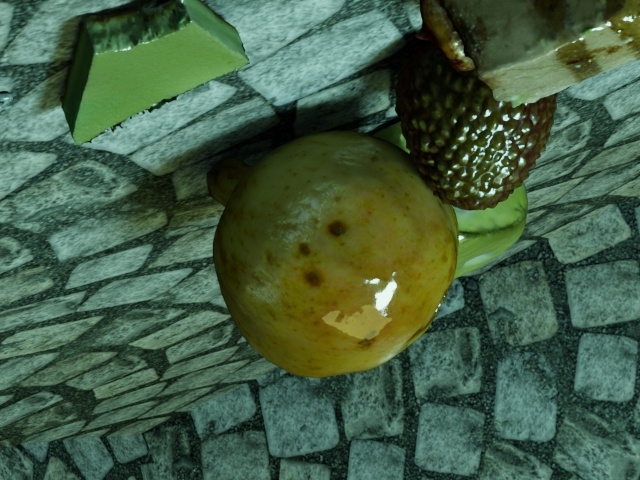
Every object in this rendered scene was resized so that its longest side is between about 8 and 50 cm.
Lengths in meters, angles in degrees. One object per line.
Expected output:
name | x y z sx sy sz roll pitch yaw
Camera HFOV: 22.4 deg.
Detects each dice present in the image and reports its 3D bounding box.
dice | 0.179 -0.065 2.659 0.233 0.238 0.227 -8 160 -42

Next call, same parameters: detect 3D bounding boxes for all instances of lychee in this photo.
lychee | 0.217 -0.178 2.274 0.236 0.271 0.236 3 177 0

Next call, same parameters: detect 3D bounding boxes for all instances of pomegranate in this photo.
pomegranate | 0.000 0.000 2.398 0.410 0.410 0.410 -20 166 -5

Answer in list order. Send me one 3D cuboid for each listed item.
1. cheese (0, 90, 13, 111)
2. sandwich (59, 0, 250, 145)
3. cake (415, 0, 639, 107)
cheese | -0.412 -0.129 1.906 0.171 0.047 0.092 -29 166 25
sandwich | -0.231 -0.207 1.871 0.245 0.063 0.212 -25 163 13
cake | 0.262 -0.287 2.031 0.293 0.198 0.196 -24 169 15
